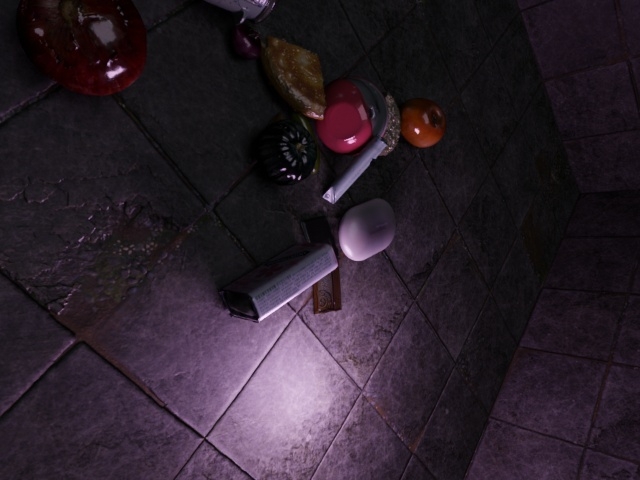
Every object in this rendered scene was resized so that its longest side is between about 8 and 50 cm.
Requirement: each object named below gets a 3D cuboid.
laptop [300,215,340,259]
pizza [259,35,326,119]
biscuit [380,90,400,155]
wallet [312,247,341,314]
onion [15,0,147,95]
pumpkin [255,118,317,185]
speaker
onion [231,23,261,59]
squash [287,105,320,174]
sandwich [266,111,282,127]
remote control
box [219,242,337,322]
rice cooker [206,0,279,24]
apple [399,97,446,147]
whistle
[{"bbox_3d":[0.000,0.000,1.656,0.129,0.016,0.180,-15,84,-41],"label":"laptop"},{"bbox_3d":[-0.078,-0.574,1.549,0.335,0.086,0.226,48,58,-13],"label":"pizza"},{"bbox_3d":[0.269,-0.467,1.883,0.179,0.084,0.281,32,71,-41],"label":"biscuit"},{"bbox_3d":[0.025,0.153,1.689,0.133,0.039,0.243,-3,92,-40],"label":"wallet"},{"bbox_3d":[-0.556,-0.485,1.053,0.276,0.276,0.276,0,89,-41],"label":"onion"},{"bbox_3d":[-0.115,-0.295,1.487,0.220,0.162,0.220,12,72,-43],"label":"pumpkin"},{"bbox_3d":[0.122,-0.476,1.690,0.294,0.294,0.294,0,89,-41],"label":"speaker"},{"bbox_3d":[-0.232,-0.641,1.425,0.115,0.104,0.115,27,52,-41],"label":"onion"},{"bbox_3d":[-0.052,-0.367,1.606,0.069,0.069,0.258,-31,110,-37],"label":"squash"},{"bbox_3d":[-0.151,-0.405,1.542,0.044,0.031,0.083,50,59,-27],"label":"sandwich"},{"bbox_3d":[0.195,-0.046,1.796,0.332,0.103,0.221,-23,110,-39],"label":"remote control"},{"bbox_3d":[-0.133,0.129,1.452,0.369,0.190,0.112,-33,110,-36],"label":"box"},{"bbox_3d":[-0.238,-0.808,1.320,0.316,0.264,0.316,-9,104,-36],"label":"rice cooker"},{"bbox_3d":[0.457,-0.530,1.986,0.235,0.173,0.210,8,84,-40],"label":"apple"},{"bbox_3d":[0.125,-0.260,1.653,0.062,0.312,0.062,36,23,-18],"label":"whistle"}]
